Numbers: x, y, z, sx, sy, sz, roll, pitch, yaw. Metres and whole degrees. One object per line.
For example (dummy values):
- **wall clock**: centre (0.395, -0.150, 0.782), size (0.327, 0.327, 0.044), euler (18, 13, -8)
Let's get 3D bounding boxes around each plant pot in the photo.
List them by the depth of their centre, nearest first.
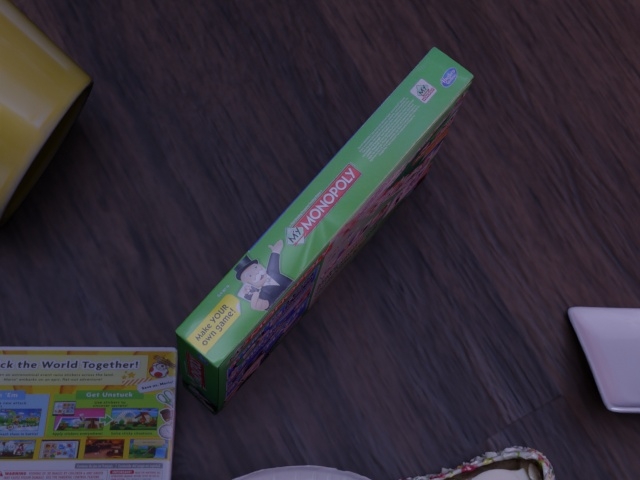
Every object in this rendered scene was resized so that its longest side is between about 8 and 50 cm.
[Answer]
- **plant pot**: centre (-0.344, -0.138, 0.914), size (0.239, 0.254, 0.254), euler (33, 70, -11)

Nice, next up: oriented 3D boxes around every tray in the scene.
- **tray**: centre (0.373, 0.118, 0.961), size (0.270, 0.030, 0.145), euler (2, 33, -4)

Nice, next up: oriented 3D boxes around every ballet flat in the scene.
- **ballet flat**: centre (0.096, 0.235, 0.898), size (0.241, 0.077, 0.091), euler (-23, 70, -12)

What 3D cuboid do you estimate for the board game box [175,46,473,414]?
- **board game box**: centre (0.000, 0.000, 0.899), size (0.046, 0.213, 0.317), euler (39, 72, 9)

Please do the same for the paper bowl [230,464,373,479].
- **paper bowl**: centre (-0.010, 0.302, 0.733), size (0.284, 0.148, 0.284), euler (7, 69, -18)

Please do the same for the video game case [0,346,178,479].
- **video game case**: centre (-0.236, 0.172, 0.869), size (0.227, 0.026, 0.206), euler (1, 43, -5)
